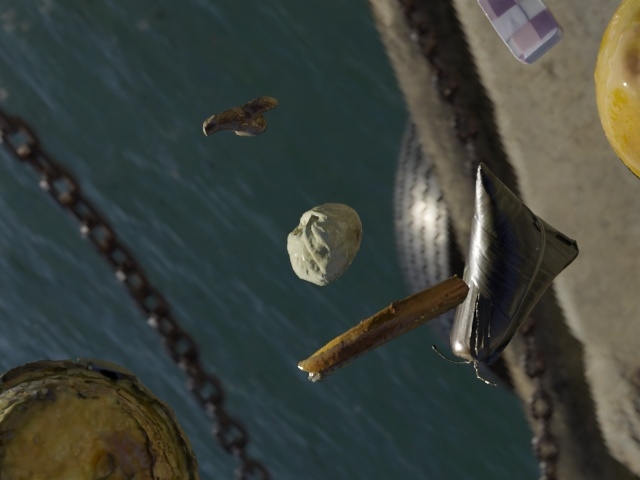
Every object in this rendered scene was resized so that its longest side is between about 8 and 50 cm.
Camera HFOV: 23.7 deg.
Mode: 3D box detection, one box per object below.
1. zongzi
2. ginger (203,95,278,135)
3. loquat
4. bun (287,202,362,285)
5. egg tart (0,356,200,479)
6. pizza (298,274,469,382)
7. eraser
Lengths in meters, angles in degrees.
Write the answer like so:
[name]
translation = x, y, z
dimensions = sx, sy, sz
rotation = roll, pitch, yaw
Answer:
[zongzi]
translation = 0.171, 0.035, 1.643
dimensions = 0.084, 0.187, 0.184
rotation = 27, 171, 48
[ginger]
translation = -0.096, -0.146, 1.847
dimensions = 0.048, 0.097, 0.030
rotation = 76, 169, -47
[loquat]
translation = 0.351, -0.137, 1.313
dimensions = 0.244, 0.244, 0.244
rotation = 31, 147, 23
[bun]
translation = 0.000, 0.000, 1.453
dimensions = 0.055, 0.086, 0.086
rotation = 23, 157, -22
[egg tart]
translation = -0.183, 0.181, 1.135
dimensions = 0.212, 0.212, 0.090
rotation = 42, 149, 4
[pizza]
translation = 0.077, 0.082, 1.562
dimensions = 0.184, 0.176, 0.036
rotation = -30, 86, 16
[eraser]
translation = 0.236, -0.265, 1.803
dimensions = 0.105, 0.065, 0.026
rotation = 58, -164, 22
